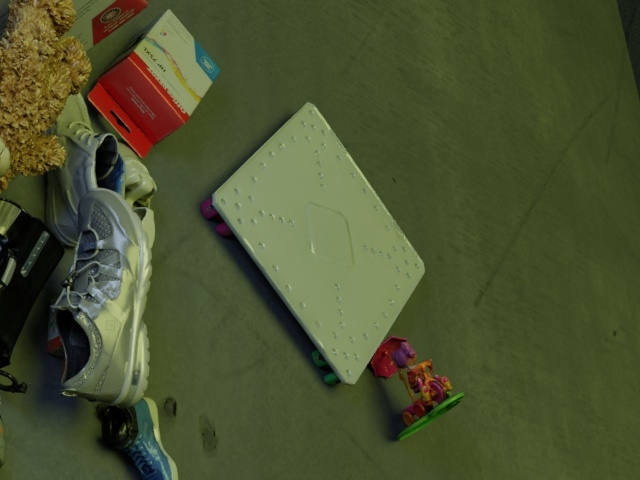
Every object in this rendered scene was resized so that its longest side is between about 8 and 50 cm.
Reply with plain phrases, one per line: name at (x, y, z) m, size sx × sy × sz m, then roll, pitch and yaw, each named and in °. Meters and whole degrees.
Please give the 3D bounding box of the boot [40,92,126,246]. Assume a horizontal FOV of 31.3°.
boot at (-0.323, -0.126, 1.589) m, size 0.095 × 0.123 × 0.258 m, roll 13°, pitch 59°, yaw -47°

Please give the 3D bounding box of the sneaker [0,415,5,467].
sneaker at (-0.446, 0.236, 1.233) m, size 0.271 × 0.100 × 0.108 m, roll -14°, pitch 85°, yaw -54°

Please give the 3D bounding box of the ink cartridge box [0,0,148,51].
ink cartridge box at (-0.386, -0.341, 1.500) m, size 0.114 × 0.197 × 0.273 m, roll 60°, pitch 12°, yaw 17°

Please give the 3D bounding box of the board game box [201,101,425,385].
board game box at (0.000, 0.000, 1.980) m, size 0.390 × 0.050 × 0.390 m, roll 55°, pitch 37°, yaw -12°

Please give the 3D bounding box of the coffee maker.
coffee maker at (-0.398, 0.064, 1.404) m, size 0.178 × 0.120 × 0.171 m, roll -70°, pitch 158°, yaw -44°

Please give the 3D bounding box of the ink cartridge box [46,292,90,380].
ink cartridge box at (-0.326, 0.122, 1.482) m, size 0.029 × 0.063 × 0.115 m, roll 25°, pitch 52°, yaw -41°

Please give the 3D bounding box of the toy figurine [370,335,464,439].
toy figurine at (0.153, 0.234, 1.955) m, size 0.130 × 0.173 × 0.159 m, roll -25°, pitch 74°, yaw -28°

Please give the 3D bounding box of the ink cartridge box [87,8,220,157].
ink cartridge box at (-0.255, -0.245, 1.774) m, size 0.134 × 0.078 × 0.231 m, roll 49°, pitch 33°, yaw -20°

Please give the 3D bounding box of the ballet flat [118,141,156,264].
ballet flat at (-0.270, -0.047, 1.643) m, size 0.086 × 0.086 × 0.249 m, roll 25°, pitch 50°, yaw -41°

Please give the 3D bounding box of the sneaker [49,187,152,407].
sneaker at (-0.280, 0.066, 1.423) m, size 0.115 × 0.105 × 0.281 m, roll 6°, pitch 69°, yaw -42°

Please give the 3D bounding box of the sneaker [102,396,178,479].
sneaker at (-0.241, 0.275, 1.493) m, size 0.084 × 0.058 × 0.152 m, roll 14°, pitch 54°, yaw -54°

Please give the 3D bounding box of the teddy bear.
teddy bear at (-0.369, -0.168, 1.367) m, size 0.338 × 0.113 × 0.245 m, roll -53°, pitch 154°, yaw -56°
